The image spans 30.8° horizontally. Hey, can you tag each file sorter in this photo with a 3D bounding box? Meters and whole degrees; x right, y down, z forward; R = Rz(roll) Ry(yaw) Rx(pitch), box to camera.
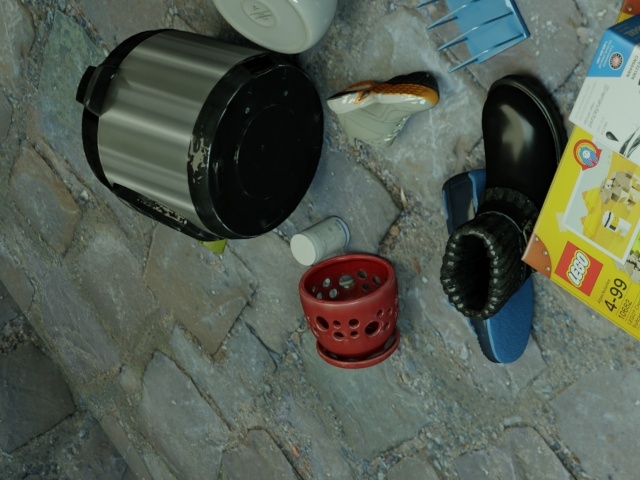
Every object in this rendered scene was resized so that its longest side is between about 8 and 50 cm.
[{"bbox_3d":[0.232,-0.373,1.879,0.118,0.104,0.170,-24,92,49],"label":"file sorter"}]

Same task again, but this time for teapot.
[{"bbox_3d":[-0.067,-0.472,2.086,0.256,0.187,0.252,25,157,13],"label":"teapot"}]

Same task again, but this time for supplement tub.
[{"bbox_3d":[0.000,0.000,2.323,0.071,0.107,0.071,24,127,37],"label":"supplement tub"}]

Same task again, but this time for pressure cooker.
[{"bbox_3d":[-0.249,-0.218,2.262,0.421,0.375,0.369,20,135,33],"label":"pressure cooker"}]

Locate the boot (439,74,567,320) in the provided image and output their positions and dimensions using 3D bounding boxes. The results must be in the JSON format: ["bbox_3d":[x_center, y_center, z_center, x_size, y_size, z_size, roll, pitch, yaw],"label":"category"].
[{"bbox_3d":[0.286,-0.071,1.865,0.131,0.260,0.347,-1,110,47],"label":"boot"}]

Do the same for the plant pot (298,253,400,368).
[{"bbox_3d":[0.062,0.142,2.279,0.191,0.191,0.174,19,130,39],"label":"plant pot"}]

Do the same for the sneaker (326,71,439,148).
[{"bbox_3d":[0.128,-0.227,2.089,0.262,0.099,0.121,3,120,54],"label":"sneaker"}]

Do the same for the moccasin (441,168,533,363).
[{"bbox_3d":[0.291,0.045,2.049,0.117,0.138,0.341,-3,95,52],"label":"moccasin"}]

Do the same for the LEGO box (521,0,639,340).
[{"bbox_3d":[0.549,-0.094,1.629,0.372,0.193,0.500,37,133,27],"label":"LEGO box"}]

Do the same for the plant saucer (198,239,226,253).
[{"bbox_3d":[-0.277,-0.082,2.617,0.188,0.045,0.188,43,136,21],"label":"plant saucer"}]

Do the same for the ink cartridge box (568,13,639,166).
[{"bbox_3d":[0.441,-0.171,1.483,0.203,0.086,0.148,39,134,27],"label":"ink cartridge box"}]
